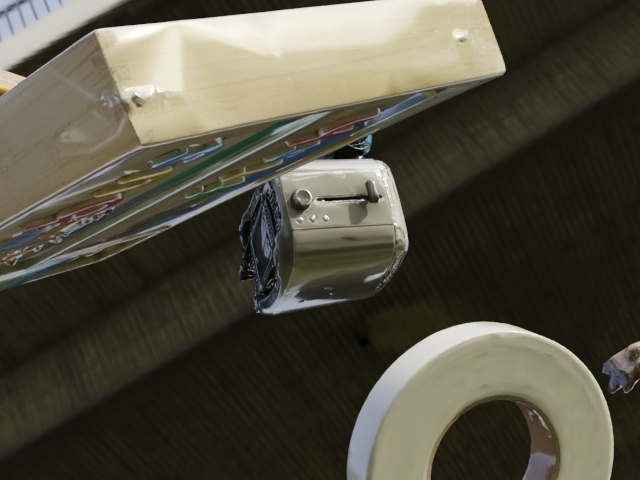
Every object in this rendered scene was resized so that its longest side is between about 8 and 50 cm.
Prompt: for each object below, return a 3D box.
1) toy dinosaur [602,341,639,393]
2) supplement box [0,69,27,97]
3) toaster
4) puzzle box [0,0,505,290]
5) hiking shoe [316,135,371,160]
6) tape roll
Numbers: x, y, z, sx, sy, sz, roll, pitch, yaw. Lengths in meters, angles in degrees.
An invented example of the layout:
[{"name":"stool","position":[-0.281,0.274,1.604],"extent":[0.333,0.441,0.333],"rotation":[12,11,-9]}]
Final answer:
[{"name":"toy dinosaur","position":[0.285,0.142,0.685],"extent":[0.200,0.295,0.127],"rotation":[8,-25,-18]},{"name":"supplement box","position":[-0.349,-0.134,1.135],"extent":[0.233,0.078,0.080],"rotation":[12,-70,-43]},{"name":"toaster","position":[0.000,0.000,1.251],"extent":[0.147,0.129,0.227],"rotation":[-6,-24,-15]},{"name":"puzzle box","position":[-0.127,-0.032,0.683],"extent":[0.409,0.052,0.272],"rotation":[-22,-3,44]},{"name":"hiking shoe","position":[0.024,-0.159,1.459],"extent":[0.113,0.132,0.304],"rotation":[-25,-13,-2]},{"name":"tape roll","position":[0.224,0.308,1.619],"extent":[0.392,0.072,0.392],"rotation":[-4,-80,-22]}]
